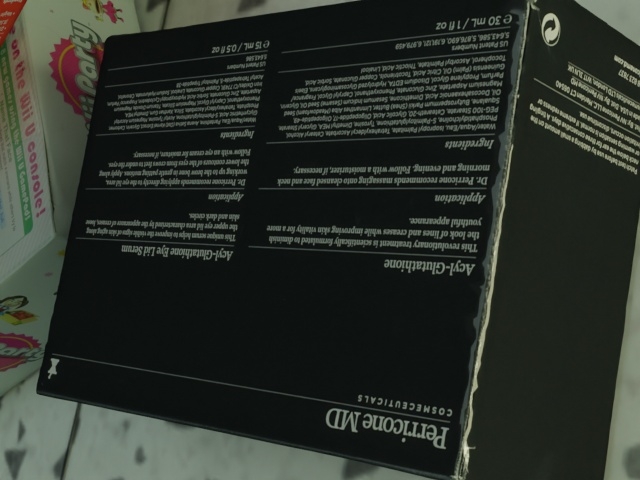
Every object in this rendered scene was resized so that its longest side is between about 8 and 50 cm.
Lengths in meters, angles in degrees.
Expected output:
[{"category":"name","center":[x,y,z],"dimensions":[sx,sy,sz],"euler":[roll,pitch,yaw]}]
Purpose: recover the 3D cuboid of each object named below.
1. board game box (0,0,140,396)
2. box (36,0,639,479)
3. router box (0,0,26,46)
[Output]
[{"category":"board game box","center":[-0.232,-0.018,0.766],"dimensions":[0.303,0.097,0.224],"euler":[-35,57,34]},{"category":"box","center":[0.000,0.000,0.530],"dimensions":[0.261,0.103,0.184],"euler":[3,77,44]},{"category":"router box","center":[-0.310,-0.214,0.632],"dimensions":[0.335,0.082,0.301],"euler":[38,110,1]}]
